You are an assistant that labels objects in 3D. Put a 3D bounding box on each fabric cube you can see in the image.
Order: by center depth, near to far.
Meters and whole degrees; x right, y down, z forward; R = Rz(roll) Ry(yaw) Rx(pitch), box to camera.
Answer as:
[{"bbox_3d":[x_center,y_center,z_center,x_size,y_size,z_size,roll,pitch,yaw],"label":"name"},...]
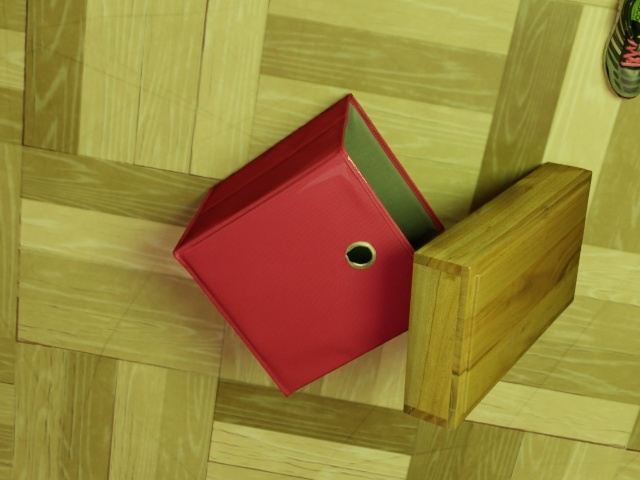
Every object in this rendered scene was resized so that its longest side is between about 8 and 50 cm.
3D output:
[{"bbox_3d":[0.000,0.000,1.202,0.258,0.259,0.254,-30,108,16],"label":"fabric cube"}]

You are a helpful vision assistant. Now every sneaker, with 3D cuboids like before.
[{"bbox_3d":[0.412,-0.264,1.161,0.063,0.075,0.170,5,113,2],"label":"sneaker"}]

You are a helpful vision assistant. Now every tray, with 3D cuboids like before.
[{"bbox_3d":[0.238,0.051,1.131,0.076,0.411,0.203,15,116,29],"label":"tray"}]
